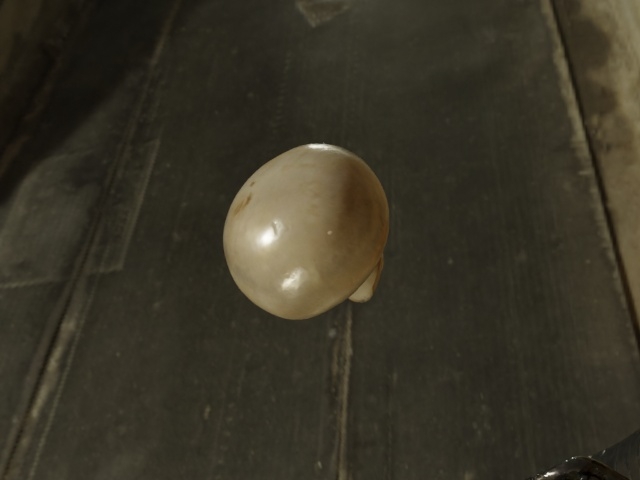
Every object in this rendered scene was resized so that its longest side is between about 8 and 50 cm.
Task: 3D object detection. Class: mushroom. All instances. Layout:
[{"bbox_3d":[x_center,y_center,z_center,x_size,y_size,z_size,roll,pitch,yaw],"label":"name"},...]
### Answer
[{"bbox_3d":[0.000,0.000,1.087,0.204,0.204,0.204,-10,40,8],"label":"mushroom"}]

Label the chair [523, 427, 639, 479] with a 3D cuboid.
[{"bbox_3d":[0.210,0.223,0.773,0.140,0.145,0.221,-44,22,38],"label":"chair"}]
